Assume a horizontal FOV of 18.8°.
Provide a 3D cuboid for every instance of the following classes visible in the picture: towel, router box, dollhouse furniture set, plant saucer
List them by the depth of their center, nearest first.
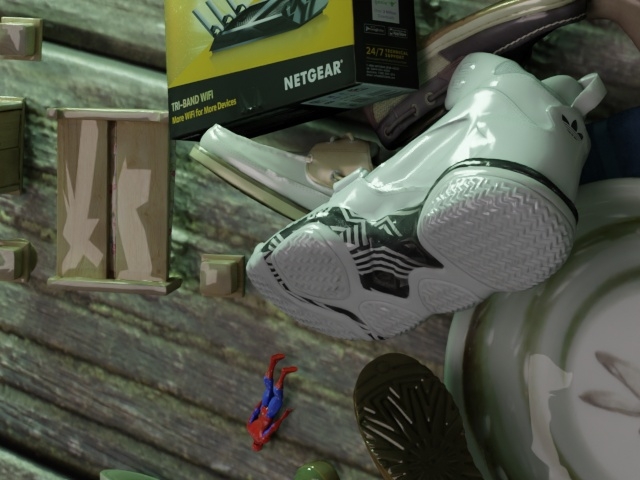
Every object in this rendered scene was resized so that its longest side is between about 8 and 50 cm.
[{"bbox_3d":[0.298,0.141,1.708,0.400,0.100,0.400,5,99,37],"label":"plant saucer"},{"bbox_3d":[0.271,-0.081,1.750,0.119,0.029,0.067,-19,83,38],"label":"towel"},{"bbox_3d":[-0.037,-0.238,1.878,0.309,0.081,0.243,-13,78,51],"label":"router box"},{"bbox_3d":[-0.234,-0.106,2.126,0.356,0.174,0.303,4,98,13],"label":"dollhouse furniture set"}]

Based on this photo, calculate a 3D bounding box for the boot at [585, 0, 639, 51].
[{"bbox_3d":[0.287,-0.188,1.719,0.118,0.042,0.087,-23,83,37],"label":"boot"}]

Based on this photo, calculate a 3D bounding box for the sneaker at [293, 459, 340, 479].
[{"bbox_3d":[-0.023,0.327,1.985,0.064,0.086,0.192,9,100,37],"label":"sneaker"}]

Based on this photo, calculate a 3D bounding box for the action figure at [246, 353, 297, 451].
[{"bbox_3d":[-0.052,0.175,2.029,0.038,0.030,0.115,40,122,34],"label":"action figure"}]

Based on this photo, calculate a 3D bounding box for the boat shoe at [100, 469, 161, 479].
[{"bbox_3d":[-0.156,0.315,2.090,0.228,0.081,0.068,23,104,31],"label":"boat shoe"}]

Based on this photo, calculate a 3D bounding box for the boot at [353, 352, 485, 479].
[{"bbox_3d":[0.088,0.257,1.811,0.269,0.089,0.236,101,146,-64],"label":"boot"}]

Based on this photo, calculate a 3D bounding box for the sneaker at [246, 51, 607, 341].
[{"bbox_3d":[0.101,-0.039,1.725,0.366,0.210,0.137,-17,125,45],"label":"sneaker"}]

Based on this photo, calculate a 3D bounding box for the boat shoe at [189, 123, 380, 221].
[{"bbox_3d":[0.025,-0.050,1.865,0.302,0.113,0.103,26,91,4],"label":"boat shoe"}]

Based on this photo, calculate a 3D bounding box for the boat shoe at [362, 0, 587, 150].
[{"bbox_3d":[0.144,-0.161,1.799,0.285,0.103,0.092,-23,91,43],"label":"boat shoe"}]
